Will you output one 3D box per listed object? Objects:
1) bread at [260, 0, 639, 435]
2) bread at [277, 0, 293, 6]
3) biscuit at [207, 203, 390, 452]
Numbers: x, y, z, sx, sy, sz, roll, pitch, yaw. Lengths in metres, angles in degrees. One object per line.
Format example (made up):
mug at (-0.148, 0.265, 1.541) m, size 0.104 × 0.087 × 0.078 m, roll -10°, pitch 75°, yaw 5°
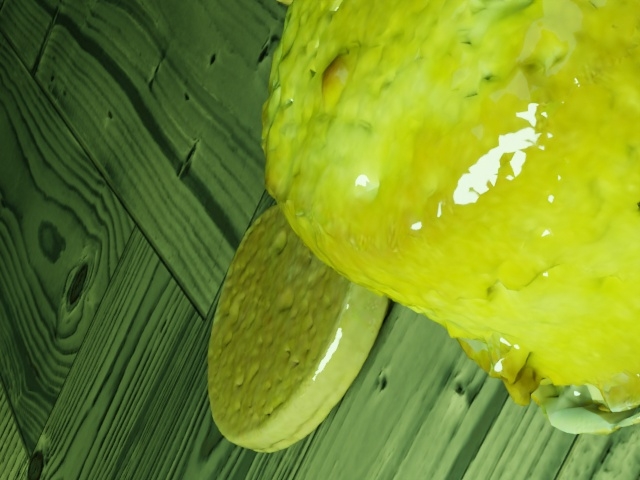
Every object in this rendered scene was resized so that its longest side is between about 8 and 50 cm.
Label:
bread at (0.114, -0.105, 0.736) m, size 0.358 × 0.204 × 0.337 m, roll -68°, pitch 20°, yaw 7°
bread at (0.013, -0.267, 0.986) m, size 0.207 × 0.279 × 0.279 m, roll -60°, pitch 27°, yaw 25°
biscuit at (0.001, 0.000, 1.071) m, size 0.202 × 0.044 × 0.288 m, roll 2°, pitch 72°, yaw 64°
